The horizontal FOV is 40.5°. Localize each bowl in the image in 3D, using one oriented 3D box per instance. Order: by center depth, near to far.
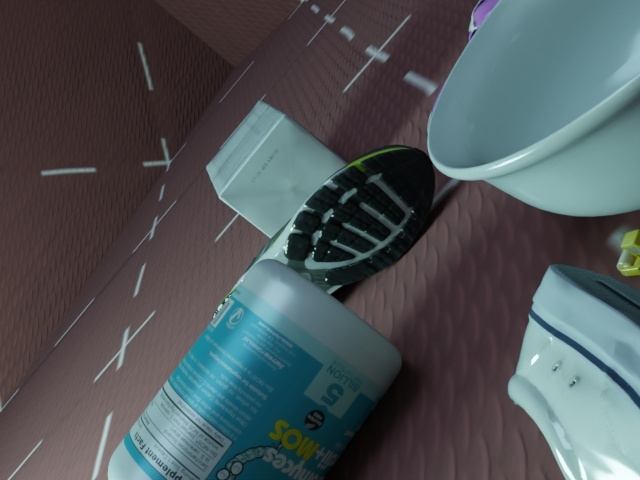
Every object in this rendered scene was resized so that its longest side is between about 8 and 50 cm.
[{"bbox_3d":[0.216,-0.119,0.538,0.298,0.134,0.298,-46,18,19],"label":"bowl"}]

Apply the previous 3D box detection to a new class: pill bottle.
[{"bbox_3d":[-0.065,0.156,0.682,0.264,0.146,0.146,-54,17,-5],"label":"pill bottle"}]

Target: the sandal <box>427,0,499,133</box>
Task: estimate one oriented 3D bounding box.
[{"bbox_3d":[0.228,-0.280,0.889,0.416,0.102,0.169,-51,17,3],"label":"sandal"}]

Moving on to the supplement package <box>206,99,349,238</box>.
[{"bbox_3d":[-0.059,-0.094,1.198,0.139,0.134,0.244,-51,17,4],"label":"supplement package"}]

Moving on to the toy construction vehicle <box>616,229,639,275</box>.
[{"bbox_3d":[0.195,0.012,0.493,0.086,0.035,0.098,-58,18,-20],"label":"toy construction vehicle"}]

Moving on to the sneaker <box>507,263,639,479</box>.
[{"bbox_3d":[0.159,0.093,0.367,0.258,0.094,0.091,-119,44,-71],"label":"sneaker"}]

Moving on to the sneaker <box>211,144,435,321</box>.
[{"bbox_3d":[0.000,0.000,0.911,0.300,0.111,0.121,-41,16,25],"label":"sneaker"}]
